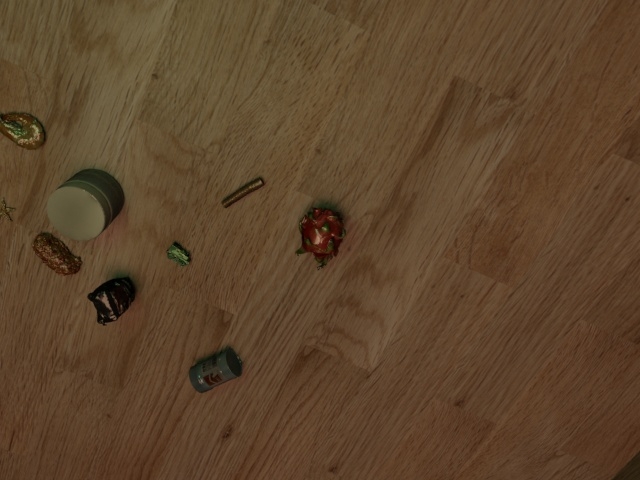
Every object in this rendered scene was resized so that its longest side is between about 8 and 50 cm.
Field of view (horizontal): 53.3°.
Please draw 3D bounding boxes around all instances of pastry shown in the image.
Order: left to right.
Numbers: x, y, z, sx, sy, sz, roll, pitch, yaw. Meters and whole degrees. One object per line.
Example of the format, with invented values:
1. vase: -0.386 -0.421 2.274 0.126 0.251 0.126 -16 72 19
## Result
1. pastry: -0.844 0.054 2.026 0.087 0.063 0.169 -40 107 19

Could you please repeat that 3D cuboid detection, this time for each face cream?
1. face cream: -0.690 -0.107 1.884 0.178 0.153 0.177 2 116 5

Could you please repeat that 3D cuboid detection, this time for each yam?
1. yam: -0.232 -0.142 1.898 0.145 0.032 0.032 -30 111 17

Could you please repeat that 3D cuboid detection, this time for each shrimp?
1. shrimp: -0.886 -0.332 1.846 0.180 0.041 0.099 31 114 -11

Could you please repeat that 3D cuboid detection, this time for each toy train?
1. toy train: -0.443 0.046 2.009 0.083 0.033 0.053 34 111 -13

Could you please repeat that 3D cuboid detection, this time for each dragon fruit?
1. dragon fruit: -0.003 0.001 1.904 0.137 0.135 0.235 12 135 -8

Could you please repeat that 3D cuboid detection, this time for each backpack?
1. backpack: -0.648 0.179 2.016 0.106 0.165 0.119 -11 112 18

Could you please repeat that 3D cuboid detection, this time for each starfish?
1. starfish: -1.000 -0.091 1.991 0.086 0.016 0.092 -37 114 19

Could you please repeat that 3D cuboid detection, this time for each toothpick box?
1. toothpick box: -0.356 0.445 2.167 0.153 0.101 0.101 -27 112 17
